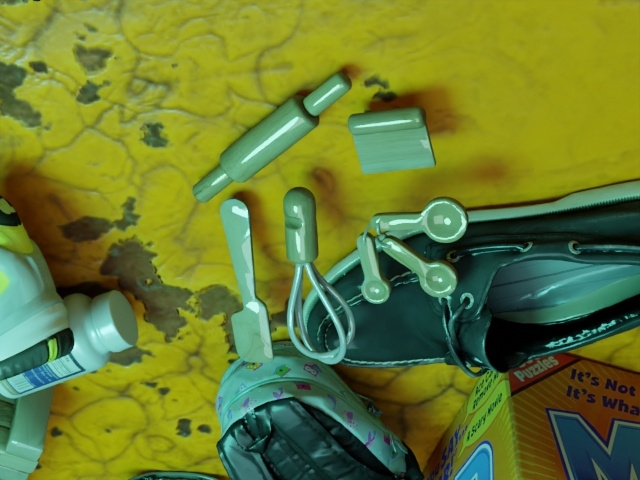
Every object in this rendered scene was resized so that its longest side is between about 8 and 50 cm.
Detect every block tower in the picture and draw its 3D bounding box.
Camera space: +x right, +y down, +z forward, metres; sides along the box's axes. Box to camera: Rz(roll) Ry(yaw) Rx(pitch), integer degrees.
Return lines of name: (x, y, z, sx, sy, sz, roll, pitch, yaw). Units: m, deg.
block tower: (-0.343, 0.248, 1.577, 0.097, 0.091, 0.335, 21, 126, -18)

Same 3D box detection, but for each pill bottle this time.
pill bottle: (-0.215, 0.083, 1.453, 0.120, 0.067, 0.067, -20, 127, 16)

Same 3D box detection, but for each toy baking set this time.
toy baking set: (-0.003, -0.006, 1.360, 0.256, 0.030, 0.197, -32, 99, 26)

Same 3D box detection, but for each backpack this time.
backpack: (-0.016, 0.177, 1.504, 0.152, 0.115, 0.182, -35, 122, 12)

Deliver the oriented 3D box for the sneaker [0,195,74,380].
sneaker: (-0.378, 0.057, 1.411, 0.385, 0.145, 0.147, -11, 93, 18)

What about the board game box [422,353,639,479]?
board game box: (0.259, 0.366, 1.506, 0.356, 0.356, 0.356, 16, 128, -13)

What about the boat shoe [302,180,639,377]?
boat shoe: (0.147, 0.052, 1.399, 0.340, 0.113, 0.127, -12, 129, 9)

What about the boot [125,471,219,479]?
boot: (-0.181, 0.307, 1.639, 0.190, 0.076, 0.208, -7, 138, -13)
